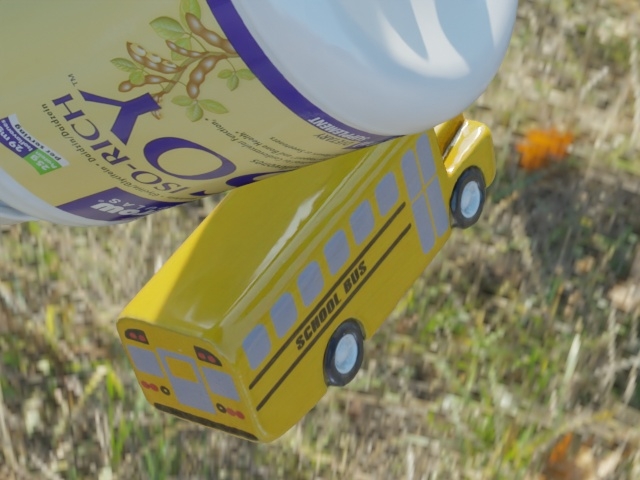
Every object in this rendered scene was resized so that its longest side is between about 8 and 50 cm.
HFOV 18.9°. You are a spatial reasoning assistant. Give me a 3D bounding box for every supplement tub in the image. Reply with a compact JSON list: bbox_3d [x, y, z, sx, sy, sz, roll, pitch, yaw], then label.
[{"bbox_3d":[-0.085,-0.141,1.061,0.331,0.241,0.241,-16,48,38],"label":"supplement tub"}]

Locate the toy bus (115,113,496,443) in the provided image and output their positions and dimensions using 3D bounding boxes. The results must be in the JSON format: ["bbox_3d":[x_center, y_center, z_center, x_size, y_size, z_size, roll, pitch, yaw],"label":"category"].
[{"bbox_3d":[0.000,0.000,1.393,0.108,0.130,0.333,13,47,34],"label":"toy bus"}]
